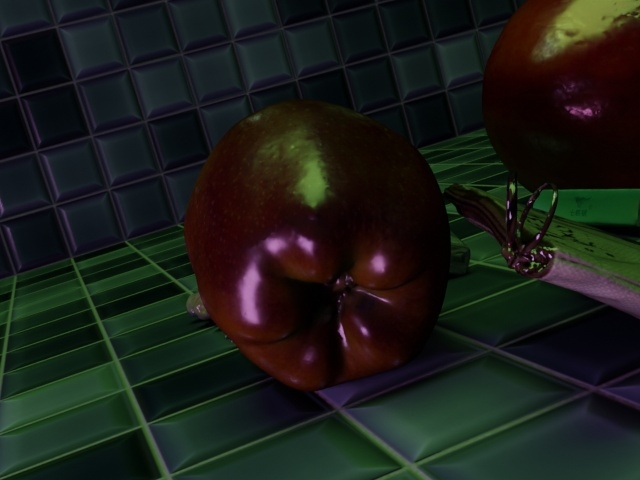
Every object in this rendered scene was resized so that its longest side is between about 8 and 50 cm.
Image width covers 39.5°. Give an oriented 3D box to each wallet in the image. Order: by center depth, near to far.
[{"bbox_3d":[0.239,0.013,0.743,0.275,0.068,0.335,23,8,-6],"label":"wallet"}]

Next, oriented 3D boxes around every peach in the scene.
[{"bbox_3d":[0.429,-0.212,1.237,0.388,0.388,0.388,-15,9,3],"label":"peach"}]

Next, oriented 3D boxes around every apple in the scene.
[{"bbox_3d":[0.000,0.000,0.934,0.288,0.288,0.317,-16,26,-1],"label":"apple"}]

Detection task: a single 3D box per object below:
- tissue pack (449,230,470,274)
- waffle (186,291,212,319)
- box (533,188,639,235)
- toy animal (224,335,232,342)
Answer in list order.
[{"bbox_3d":[0.136,0.003,1.248,0.112,0.051,0.156,7,13,-8],"label":"tissue pack"},{"bbox_3d":[-0.036,0.054,1.346,0.309,0.056,0.292,-22,11,-40],"label":"waffle"},{"bbox_3d":[0.361,-0.020,0.923,0.229,0.041,0.162,7,0,-24],"label":"box"},{"bbox_3d":[-0.032,0.060,1.164,0.108,0.062,0.220,26,67,36],"label":"toy animal"}]
